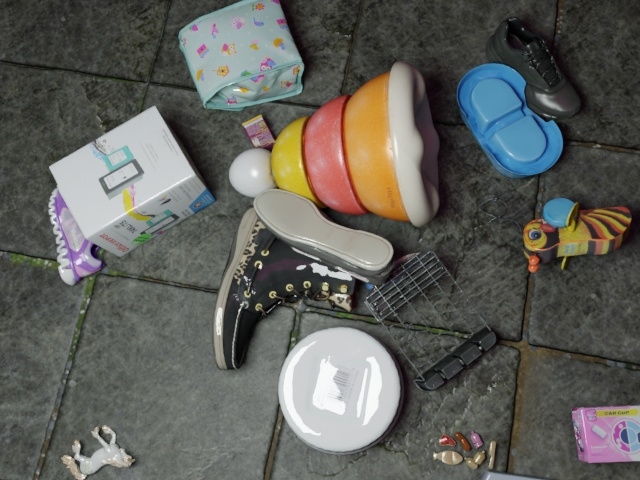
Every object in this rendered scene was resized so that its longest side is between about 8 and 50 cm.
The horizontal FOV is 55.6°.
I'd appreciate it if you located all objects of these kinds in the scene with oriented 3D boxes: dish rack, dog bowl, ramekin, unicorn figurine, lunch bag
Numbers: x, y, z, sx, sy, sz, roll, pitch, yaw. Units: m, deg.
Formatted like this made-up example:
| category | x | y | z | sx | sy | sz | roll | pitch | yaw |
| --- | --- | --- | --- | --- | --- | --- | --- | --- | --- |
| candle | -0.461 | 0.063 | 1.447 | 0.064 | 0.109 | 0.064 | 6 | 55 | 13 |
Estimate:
| category | x | y | z | sx | sy | sz | roll | pitch | yaw |
| --- | --- | --- | --- | --- | --- | --- | --- | --- | --- |
| dish rack | 0.232 | 0.168 | 1.308 | 0.208 | 0.074 | 0.271 | -36 | 87 | -7 |
| dog bowl | 0.437 | -0.274 | 1.432 | 0.166 | 0.074 | 0.297 | -29 | 75 | -4 |
| ramekin | 0.041 | 0.311 | 1.276 | 0.278 | 0.135 | 0.277 | -1 | 76 | 3 |
| unicorn figurine | -0.473 | 0.463 | 1.317 | 0.162 | 0.060 | 0.111 | -35 | 76 | 11 |
| lunch bag | -0.195 | -0.446 | 1.477 | 0.263 | 0.160 | 0.223 | -19 | 76 | -7 |

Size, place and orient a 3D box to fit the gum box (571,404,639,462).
| category | x | y | z | sx | sy | sz | roll | pitch | yaw |
| --- | --- | --- | --- | --- | --- | --- | --- | --- | --- |
| gum box | 0.619 | 0.396 | 1.251 | 0.189 | 0.062 | 0.107 | -4 | 75 | 3 |

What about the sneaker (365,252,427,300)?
| category | x | y | z | sx | sy | sz | roll | pitch | yaw |
| --- | --- | --- | --- | --- | --- | --- | --- | --- | --- |
| sneaker | 0.178 | 0.088 | 1.362 | 0.152 | 0.058 | 0.084 | -21 | 69 | 3 |

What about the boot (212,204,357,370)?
| category | x | y | z | sx | sy | sz | roll | pitch | yaw |
| --- | --- | --- | --- | --- | --- | --- | --- | --- | --- |
| boot | -0.068 | 0.114 | 1.333 | 0.285 | 0.138 | 0.377 | 9 | 66 | 6 |

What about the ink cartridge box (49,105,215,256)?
| category | x | y | z | sx | sy | sz | roll | pitch | yaw |
| --- | --- | --- | --- | --- | --- | --- | --- | --- | --- |
| ink cartridge box | -0.421 | -0.127 | 1.388 | 0.270 | 0.198 | 0.197 | -31 | 76 | -3 |

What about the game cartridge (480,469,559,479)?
| category | x | y | z | sx | sy | sz | roll | pitch | yaw |
| --- | --- | --- | --- | --- | --- | --- | --- | --- | --- |
| game cartridge | 0.393 | 0.624 | 1.214 | 0.198 | 0.062 | 0.297 | 6 | 76 | 10 |

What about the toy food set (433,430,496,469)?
| category | x | y | z | sx | sy | sz | roll | pitch | yaw |
| --- | --- | --- | --- | --- | --- | --- | --- | --- | --- |
| toy food set | 0.305 | 0.440 | 1.286 | 0.122 | 0.019 | 0.077 | 9 | 76 | 14 |

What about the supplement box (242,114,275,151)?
| category | x | y | z | sx | sy | sz | roll | pitch | yaw |
| --- | --- | --- | --- | --- | --- | --- | --- | --- | --- |
| supplement box | -0.147 | -0.255 | 1.482 | 0.055 | 0.043 | 0.083 | -26 | 75 | -3 |

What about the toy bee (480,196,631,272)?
| category | x | y | z | sx | sy | sz | roll | pitch | yaw |
| --- | --- | --- | --- | --- | --- | --- | --- | --- | --- |
| toy bee | 0.505 | 0.003 | 1.311 | 0.298 | 0.195 | 0.162 | -11 | 48 | 37 |

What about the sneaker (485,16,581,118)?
| category | x | y | z | sx | sy | sz | roll | pitch | yaw |
| --- | --- | --- | --- | --- | --- | --- | --- | --- | --- |
| sneaker | 0.505 | -0.406 | 1.433 | 0.109 | 0.130 | 0.286 | -40 | 78 | -8 |

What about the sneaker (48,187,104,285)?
| category | x | y | z | sx | sy | sz | roll | pitch | yaw |
| --- | --- | --- | --- | --- | --- | --- | --- | --- | --- |
| sneaker | -0.568 | -0.017 | 1.430 | 0.105 | 0.095 | 0.236 | -14 | 80 | -7 |

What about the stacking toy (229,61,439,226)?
| category | x | y | z | sx | sy | sz | roll | pitch | yaw |
| --- | --- | --- | --- | --- | --- | --- | --- | --- | --- |
| stacking toy | 0.010 | -0.184 | 1.352 | 0.480 | 0.350 | 0.350 | -6 | 75 | 18 |

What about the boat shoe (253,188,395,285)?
| category | x | y | z | sx | sy | sz | roll | pitch | yaw |
| --- | --- | --- | --- | --- | --- | --- | --- | --- | --- |
| boat shoe | 0.000 | 0.000 | 1.272 | 0.335 | 0.095 | 0.112 | 26 | 59 | 22 |
